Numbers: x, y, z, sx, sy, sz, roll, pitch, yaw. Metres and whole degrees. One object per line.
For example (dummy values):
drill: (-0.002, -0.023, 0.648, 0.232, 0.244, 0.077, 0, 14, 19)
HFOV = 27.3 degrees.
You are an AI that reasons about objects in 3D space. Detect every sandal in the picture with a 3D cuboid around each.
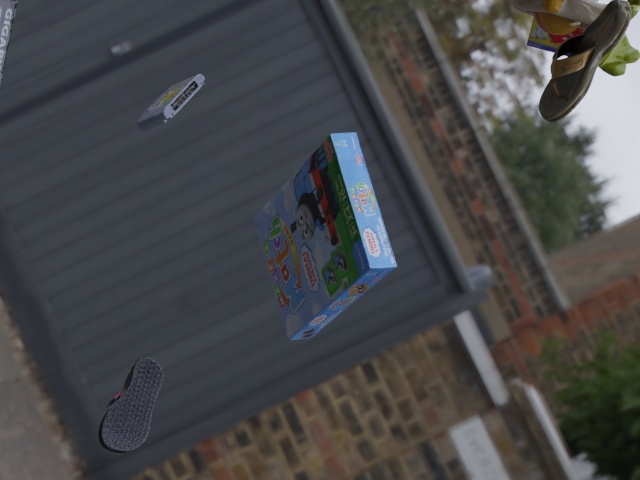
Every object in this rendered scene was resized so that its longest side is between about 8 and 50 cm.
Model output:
sandal: (0.328, -0.236, 1.686, 0.049, 0.180, 0.072, 21, 27, -25)
sandal: (-0.263, 0.232, 1.814, 0.067, 0.040, 0.179, 45, 32, -17)

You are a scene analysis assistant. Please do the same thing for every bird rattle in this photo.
bird rattle: (0.400, -0.362, 2.064, 0.143, 0.207, 0.253, -69, -156, 14)

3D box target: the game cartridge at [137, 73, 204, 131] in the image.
game cartridge: (-0.169, -0.153, 1.471, 0.017, 0.056, 0.083, 52, 46, -17)

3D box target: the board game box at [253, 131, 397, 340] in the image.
board game box: (0.000, 0.000, 1.468, 0.211, 0.039, 0.160, -45, -124, 54)

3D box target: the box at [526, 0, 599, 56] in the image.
box: (0.448, -0.428, 2.388, 0.043, 0.105, 0.179, -18, 123, -61)

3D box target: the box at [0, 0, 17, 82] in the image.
box: (-0.504, -0.162, 1.451, 0.073, 0.293, 0.296, -12, 115, -73)
